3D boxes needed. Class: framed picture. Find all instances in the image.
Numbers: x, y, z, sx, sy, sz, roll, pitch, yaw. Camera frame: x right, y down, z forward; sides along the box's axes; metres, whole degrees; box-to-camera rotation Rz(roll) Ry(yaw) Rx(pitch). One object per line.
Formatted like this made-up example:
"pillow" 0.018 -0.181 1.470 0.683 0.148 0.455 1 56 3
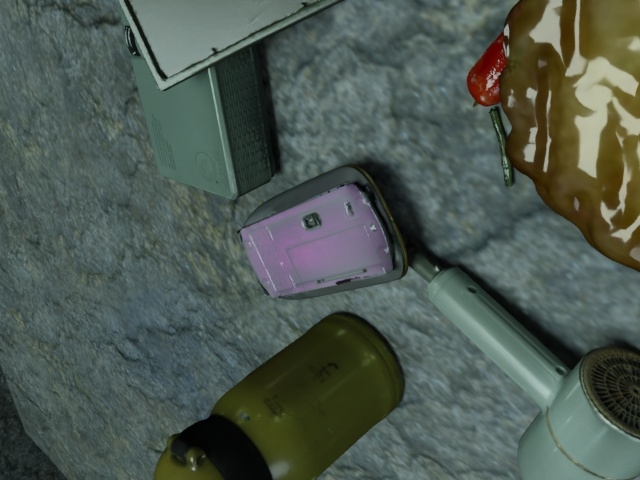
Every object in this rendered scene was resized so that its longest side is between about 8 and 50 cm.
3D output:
"framed picture" -0.114 -0.304 0.728 0.259 0.023 0.189 -22 99 18

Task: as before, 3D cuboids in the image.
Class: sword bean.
"sword bean" 0.183 -0.093 0.659 0.012 0.012 0.083 0 113 48

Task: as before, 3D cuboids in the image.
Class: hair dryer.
"hair dryer" 0.203 0.119 0.729 0.357 0.107 0.173 47 141 29

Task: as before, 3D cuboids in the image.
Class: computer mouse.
"computer mouse" 0.000 0.000 0.871 0.310 0.071 0.158 -18 98 52

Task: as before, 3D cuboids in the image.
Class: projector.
"projector" -0.163 -0.204 0.898 0.191 0.099 0.257 18 127 39

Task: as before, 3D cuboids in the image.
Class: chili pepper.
"chili pepper" 0.182 -0.179 0.590 0.045 0.027 0.178 51 140 11

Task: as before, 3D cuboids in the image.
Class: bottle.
"bottle" -0.060 0.251 0.876 0.171 0.351 0.172 28 133 35

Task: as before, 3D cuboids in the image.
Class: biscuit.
"biscuit" 0.287 -0.111 0.459 0.325 0.107 0.326 30 137 32
